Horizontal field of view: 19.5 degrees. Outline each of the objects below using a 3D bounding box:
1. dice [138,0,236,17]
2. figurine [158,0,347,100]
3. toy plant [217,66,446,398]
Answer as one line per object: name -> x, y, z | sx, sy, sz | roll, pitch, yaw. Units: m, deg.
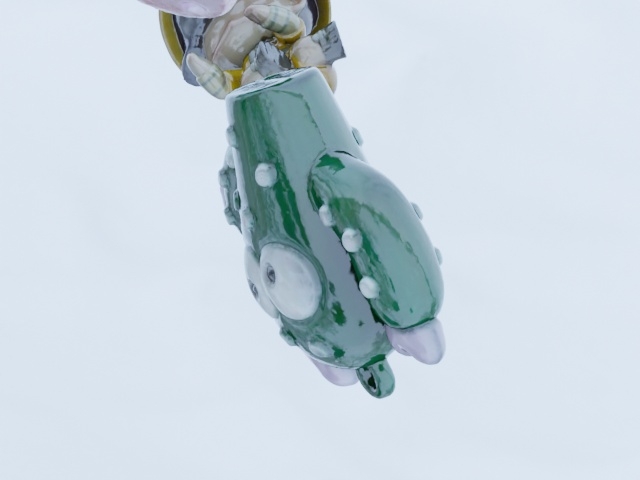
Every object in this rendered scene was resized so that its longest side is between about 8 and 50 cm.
dice -> -0.097, -0.217, 1.327 | 0.091, 0.094, 0.093 | 17, 165, 6
figurine -> -0.068, -0.219, 2.013 | 0.192, 0.257, 0.167 | -30, 136, 4
toy plant -> 0.002, 0.001, 1.308 | 0.112, 0.243, 0.232 | -25, 167, -22
